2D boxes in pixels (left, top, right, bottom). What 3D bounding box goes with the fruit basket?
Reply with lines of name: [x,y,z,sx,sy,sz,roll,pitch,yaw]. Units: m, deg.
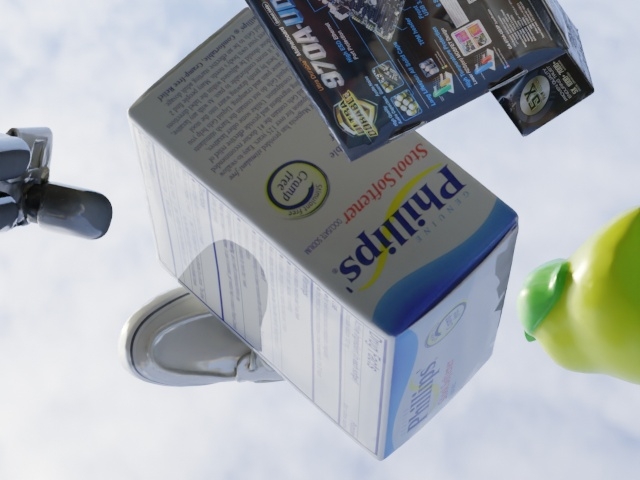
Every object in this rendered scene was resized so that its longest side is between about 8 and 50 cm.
fruit basket: [0.384,0.028,1.654,0.392,0.392,0.283,21,-95,17]

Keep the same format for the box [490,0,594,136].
box: [0.169,-0.197,1.576,0.077,0.147,0.180,-33,-161,16]

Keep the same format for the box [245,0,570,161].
box: [0.041,-0.183,1.174,0.175,0.220,0.051,-27,-156,17]

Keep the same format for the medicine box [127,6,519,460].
medicine box: [0.000,0.000,1.435,0.289,0.263,0.149,40,-110,18]

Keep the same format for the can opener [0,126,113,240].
can opener: [-0.203,-0.036,1.148,0.093,0.074,0.280,12,-175,7]

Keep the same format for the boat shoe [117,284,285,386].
boat shoe: [-0.047,0.088,1.593,0.267,0.096,0.088,-1,-171,-26]
